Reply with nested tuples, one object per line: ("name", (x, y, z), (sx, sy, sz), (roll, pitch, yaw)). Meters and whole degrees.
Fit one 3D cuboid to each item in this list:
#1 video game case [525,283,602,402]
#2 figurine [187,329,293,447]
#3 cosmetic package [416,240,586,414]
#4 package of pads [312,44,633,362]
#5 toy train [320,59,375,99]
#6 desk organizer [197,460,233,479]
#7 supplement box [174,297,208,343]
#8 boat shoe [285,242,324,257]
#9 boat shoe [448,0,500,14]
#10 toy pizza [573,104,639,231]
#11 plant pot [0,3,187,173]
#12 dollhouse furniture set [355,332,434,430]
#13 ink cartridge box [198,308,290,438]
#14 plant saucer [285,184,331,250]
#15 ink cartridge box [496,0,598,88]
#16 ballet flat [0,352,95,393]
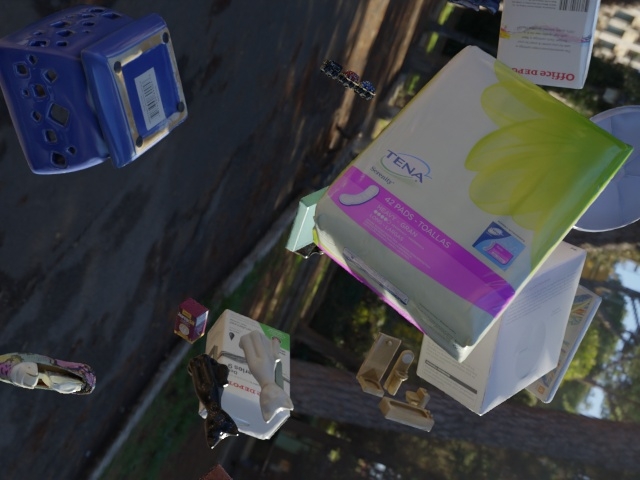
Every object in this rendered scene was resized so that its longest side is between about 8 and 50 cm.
("video game case", (0.579, 0.228, 2.079), (0.036, 0.300, 0.328), (3, 114, -42))
("figurine", (-0.173, 0.327, 1.649), (0.092, 0.215, 0.209), (62, 4, -47))
("cosmetic package", (0.287, 0.116, 1.200), (0.224, 0.138, 0.224), (-17, 125, -40))
("package of pads", (0.157, -0.052, 0.830), (0.296, 0.229, 0.101), (-46, 164, -16))
("toy train", (0.061, -0.341, 1.588), (0.027, 0.158, 0.036), (34, -81, 48))
("desk organizer", (-0.200, 0.423, 1.218), (0.130, 0.050, 0.047), (-32, 168, -49))
("supplement box", (-0.285, 0.177, 1.655), (0.043, 0.055, 0.083), (-38, 152, -47))
("boat shoe", (0.000, -0.001, 1.899), (0.224, 0.073, 0.080), (-21, 153, -54))
("boat shoe", (0.260, -0.543, 1.416), (0.341, 0.127, 0.158), (9, 104, -43))
("toy pizza", (0.410, -0.101, 1.058), (0.032, 0.201, 0.201), (-102, -153, -55))
("plant pot", (-0.369, -0.256, 1.271), (0.236, 0.212, 0.235), (-54, 143, -50))
("dollhouse furniture set", (0.184, 0.309, 1.650), (0.123, 0.144, 0.151), (-64, -160, 14))
("ink cartridge box", (-0.195, 0.352, 1.994), (0.121, 0.211, 0.289), (-51, -155, 30))
("plant saucer", (-0.012, -0.031, 1.167), (0.067, 0.018, 0.192), (-25, 165, -18))
("ink cartridge box", (0.521, -0.508, 1.696), (0.197, 0.198, 0.270), (-52, 148, -53))
("ballet flat", (-0.591, 0.291, 1.612), (0.079, 0.222, 0.076), (42, -67, 58))
